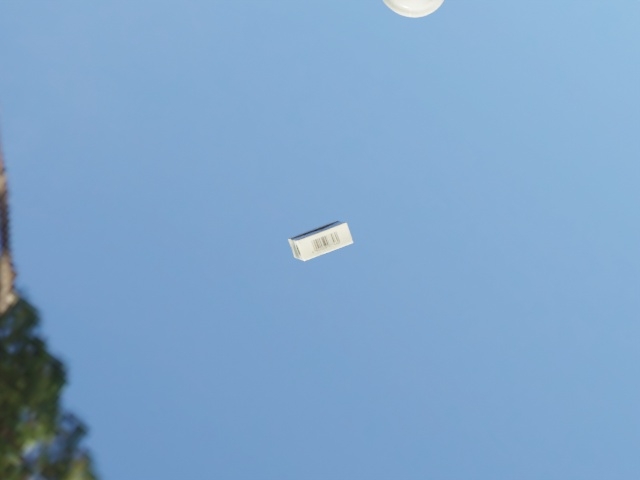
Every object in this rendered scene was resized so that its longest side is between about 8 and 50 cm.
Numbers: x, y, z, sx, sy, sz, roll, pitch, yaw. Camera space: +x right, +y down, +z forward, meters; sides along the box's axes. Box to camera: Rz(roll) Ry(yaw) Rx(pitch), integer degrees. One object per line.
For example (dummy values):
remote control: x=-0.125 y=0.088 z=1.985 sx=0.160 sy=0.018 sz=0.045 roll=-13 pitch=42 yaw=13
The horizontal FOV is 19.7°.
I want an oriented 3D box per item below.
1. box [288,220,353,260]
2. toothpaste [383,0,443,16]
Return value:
box: x=0.000 y=0.000 z=1.817 sx=0.083 sy=0.054 sz=0.024 roll=-169 pitch=57 yaw=-83
toothpaste: x=0.097 y=-0.250 z=1.356 sx=0.066 sy=0.323 sz=0.100 roll=-20 pitch=-101 yaw=-13
